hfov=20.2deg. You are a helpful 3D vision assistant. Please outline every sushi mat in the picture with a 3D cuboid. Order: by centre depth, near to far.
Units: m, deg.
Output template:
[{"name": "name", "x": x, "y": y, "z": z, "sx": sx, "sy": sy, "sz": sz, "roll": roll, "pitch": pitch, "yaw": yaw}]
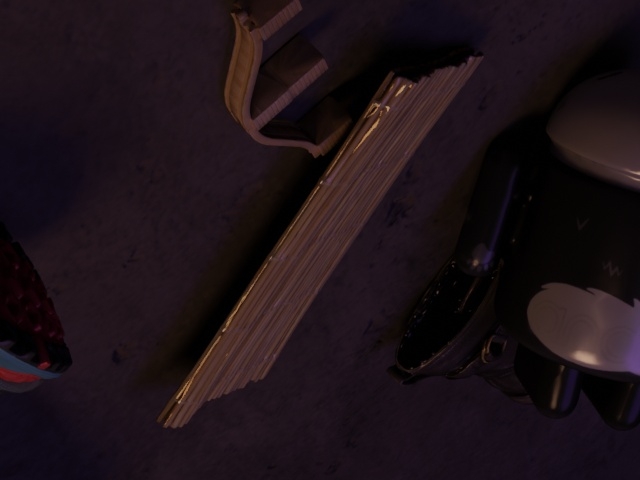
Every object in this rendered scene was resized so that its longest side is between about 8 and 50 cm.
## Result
[{"name": "sushi mat", "x": 0.000, "y": 0.000, "z": 1.238, "sx": 0.316, "sy": 0.019, "sz": 0.151, "roll": -56, "pitch": 167, "yaw": 26}]

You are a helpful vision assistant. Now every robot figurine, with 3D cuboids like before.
[{"name": "robot figurine", "x": 0.235, "y": 0.003, "z": 1.410, "sx": 0.209, "sy": 0.173, "sz": 0.278, "roll": -5, "pitch": 115, "yaw": -49}]

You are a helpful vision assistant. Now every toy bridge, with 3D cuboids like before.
[{"name": "toy bridge", "x": -0.026, "y": -0.093, "z": 1.068, "sx": 0.063, "sy": 0.026, "sz": 0.188, "roll": -41, "pitch": 157, "yaw": -4}]

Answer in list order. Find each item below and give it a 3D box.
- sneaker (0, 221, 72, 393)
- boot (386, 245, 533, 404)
[{"name": "sneaker", "x": -0.234, "y": 0.039, "z": 0.904, "sx": 0.125, "sy": 0.104, "sz": 0.262, "roll": -33, "pitch": 156, "yaw": 19}, {"name": "boot", "x": 0.189, "y": 0.037, "z": 1.554, "sx": 0.263, "sy": 0.091, "sz": 0.229, "roll": -55, "pitch": 147, "yaw": 6}]
